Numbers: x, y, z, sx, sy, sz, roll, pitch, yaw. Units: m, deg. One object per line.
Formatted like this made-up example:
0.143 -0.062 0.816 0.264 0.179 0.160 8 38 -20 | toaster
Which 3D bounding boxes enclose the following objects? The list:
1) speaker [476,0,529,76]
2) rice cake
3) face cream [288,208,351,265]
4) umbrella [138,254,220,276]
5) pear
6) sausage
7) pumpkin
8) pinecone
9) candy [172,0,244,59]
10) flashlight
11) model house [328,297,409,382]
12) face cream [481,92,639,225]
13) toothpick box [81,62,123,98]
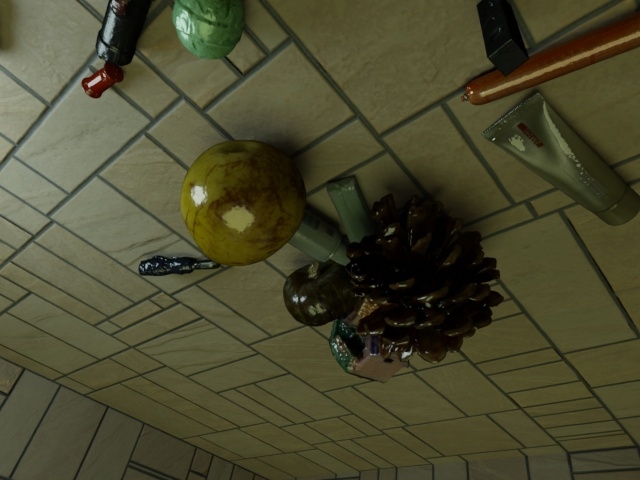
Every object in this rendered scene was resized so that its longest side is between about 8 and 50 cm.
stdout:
0.275 -0.320 0.709 0.046 0.191 0.040 35 132 -24 | speaker
0.082 -0.063 1.151 0.080 0.042 0.221 -5 137 24 | rice cake
0.000 0.000 1.195 0.252 0.101 0.101 33 134 -23 | face cream
-0.427 0.071 1.402 0.249 0.070 0.070 -5 136 12 | umbrella
-0.167 -0.082 1.014 0.281 0.280 0.280 6 138 6 | pear
0.413 -0.309 0.796 0.348 0.053 0.053 -16 132 28 | sausage
0.000 0.128 1.264 0.219 0.219 0.162 -8 114 20 | pumpkin
0.210 0.062 1.067 0.385 0.384 0.384 6 138 6 | pinecone
-0.131 -0.482 0.702 0.119 0.119 0.439 21 131 -11 | candy
-0.343 -0.411 0.824 0.093 0.093 0.232 30 136 -20 | flashlight
0.167 0.240 1.331 0.202 0.236 0.237 26 133 -9 | model house
0.501 -0.153 0.942 0.341 0.084 0.137 33 144 -14 | face cream
-0.449 -0.332 0.963 0.083 0.047 0.047 -18 131 28 | toothpick box
